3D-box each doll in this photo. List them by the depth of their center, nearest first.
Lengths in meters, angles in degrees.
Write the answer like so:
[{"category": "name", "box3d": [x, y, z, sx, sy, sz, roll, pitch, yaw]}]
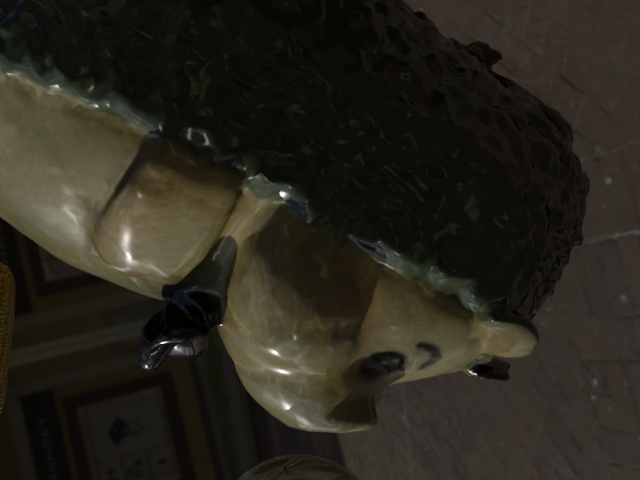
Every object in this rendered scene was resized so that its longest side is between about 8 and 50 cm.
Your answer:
[{"category": "doll", "box3d": [-0.034, -0.040, 0.441, 0.247, 0.350, 0.247, -157, 90, -88]}]

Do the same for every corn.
[{"category": "corn", "box3d": [-0.411, 0.120, 1.009, 0.067, 0.068, 0.206, -137, 53, -64]}]

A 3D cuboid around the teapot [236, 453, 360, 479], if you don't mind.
[{"category": "teapot", "box3d": [-0.022, 0.324, 0.797, 0.178, 0.164, 0.221, 111, 148, -71]}]
